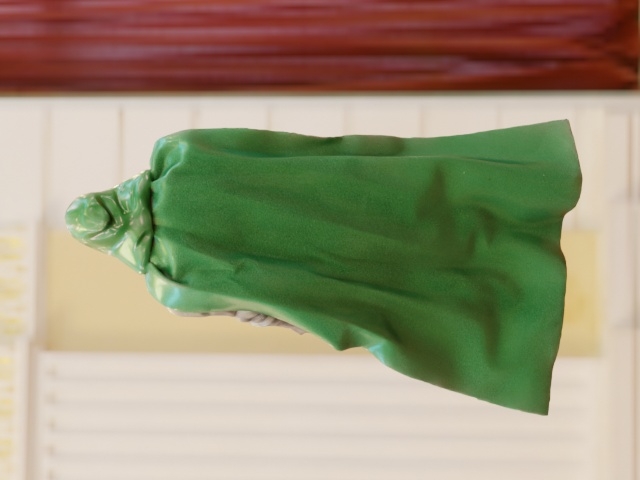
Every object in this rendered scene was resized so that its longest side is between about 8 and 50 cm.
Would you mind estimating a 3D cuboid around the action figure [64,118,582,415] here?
[{"bbox_3d":[0.000,0.000,0.841,0.063,0.232,0.137,-15,70,63],"label":"action figure"}]
